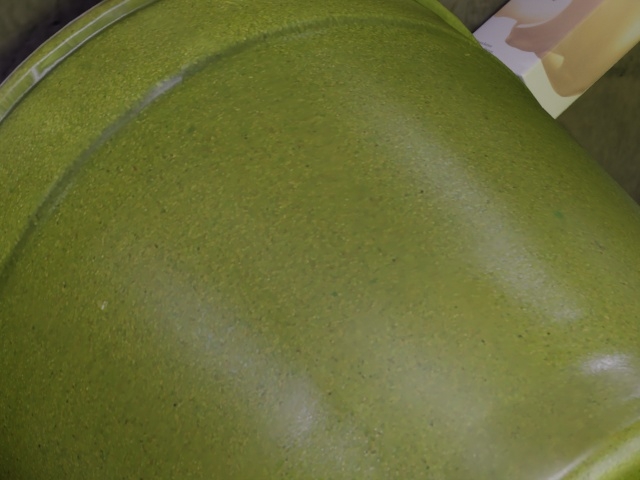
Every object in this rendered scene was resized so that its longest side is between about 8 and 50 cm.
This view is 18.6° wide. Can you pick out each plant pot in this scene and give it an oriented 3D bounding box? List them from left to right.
[{"bbox_3d":[0.042,0.096,0.866,0.366,0.353,0.366,-15,120,-27],"label":"plant pot"}]

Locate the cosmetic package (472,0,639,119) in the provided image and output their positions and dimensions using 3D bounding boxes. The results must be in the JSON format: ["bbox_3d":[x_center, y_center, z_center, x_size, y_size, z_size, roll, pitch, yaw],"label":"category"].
[{"bbox_3d":[0.137,-0.118,1.076,0.115,0.060,0.041,-43,130,-18],"label":"cosmetic package"}]
